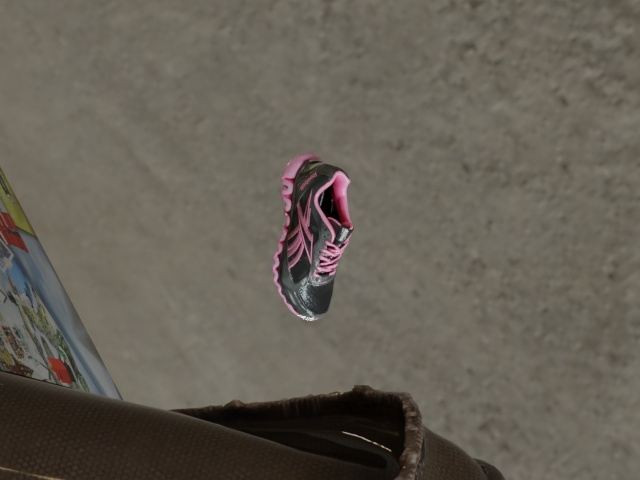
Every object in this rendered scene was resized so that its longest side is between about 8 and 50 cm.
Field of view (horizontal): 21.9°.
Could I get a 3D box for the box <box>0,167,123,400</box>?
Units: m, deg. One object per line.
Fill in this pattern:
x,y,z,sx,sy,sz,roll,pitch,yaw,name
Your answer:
-0.155,0.037,0.705,0.233,0.044,0.159,60,-168,17,box

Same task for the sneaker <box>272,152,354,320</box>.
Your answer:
0.000,0.000,1.163,0.057,0.047,0.119,12,106,48,sneaker

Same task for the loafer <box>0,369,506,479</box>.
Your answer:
-0.125,0.099,0.519,0.134,0.366,0.130,-74,-30,-57,loafer
